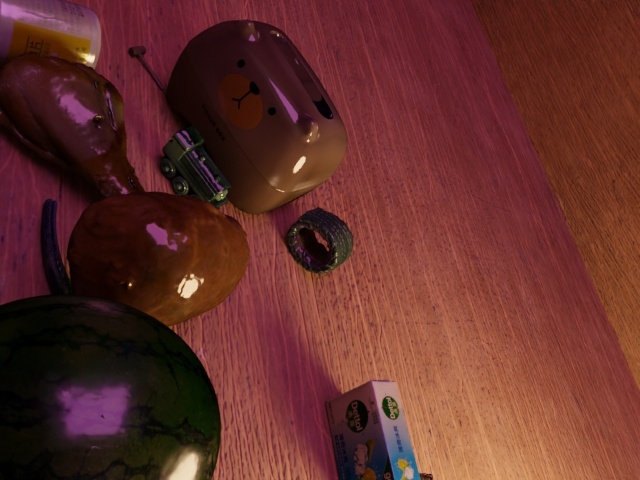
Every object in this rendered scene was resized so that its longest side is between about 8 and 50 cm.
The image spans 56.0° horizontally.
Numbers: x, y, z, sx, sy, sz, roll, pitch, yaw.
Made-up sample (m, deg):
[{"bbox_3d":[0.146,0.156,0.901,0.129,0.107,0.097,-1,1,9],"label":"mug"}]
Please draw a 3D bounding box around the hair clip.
[{"bbox_3d":[-0.402,0.050,0.946,0.083,0.048,0.275,-10,68,-43],"label":"hair clip"}]

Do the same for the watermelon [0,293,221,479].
[{"bbox_3d":[-0.297,0.225,0.692,0.363,0.363,0.363,25,47,-30],"label":"watermelon"}]

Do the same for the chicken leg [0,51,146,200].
[{"bbox_3d":[-0.388,-0.135,1.039,0.201,0.153,0.429,-38,99,-38],"label":"chicken leg"}]

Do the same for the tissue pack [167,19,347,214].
[{"bbox_3d":[-0.122,-0.276,1.286,0.267,0.277,0.387,-23,80,-53],"label":"tissue pack"}]

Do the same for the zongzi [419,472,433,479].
[{"bbox_3d":[0.188,0.505,1.208,0.083,0.040,0.076,17,57,-22],"label":"zongzi"}]

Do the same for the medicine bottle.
[{"bbox_3d":[-0.532,-0.370,1.049,0.258,0.143,0.143,4,60,-43],"label":"medicine bottle"}]

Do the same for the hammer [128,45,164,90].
[{"bbox_3d":[-0.373,-0.375,1.310,0.110,0.019,0.035,55,39,-1],"label":"hammer"}]

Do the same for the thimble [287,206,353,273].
[{"bbox_3d":[0.001,0.003,1.325,0.135,0.118,0.090,43,33,12],"label":"thimble"}]

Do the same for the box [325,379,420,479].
[{"bbox_3d":[0.094,0.376,1.123,0.073,0.139,0.194,13,53,-39],"label":"box"}]

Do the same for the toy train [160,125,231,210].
[{"bbox_3d":[-0.245,-0.131,1.185,0.170,0.111,0.071,53,43,0],"label":"toy train"}]

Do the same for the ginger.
[{"bbox_3d":[-0.237,0.030,0.906,0.269,0.200,0.223,8,20,-13],"label":"ginger"}]
